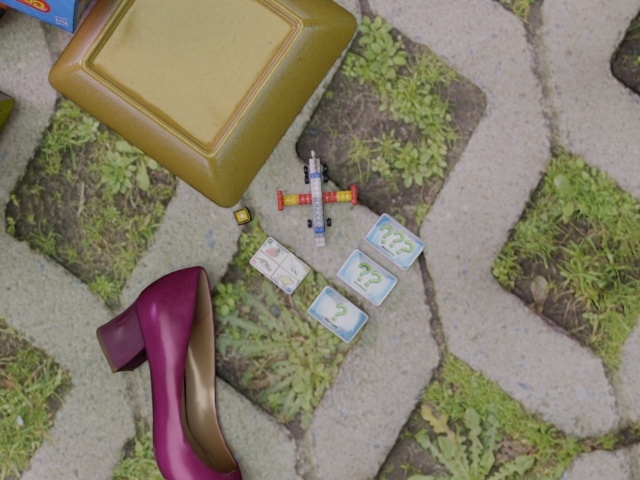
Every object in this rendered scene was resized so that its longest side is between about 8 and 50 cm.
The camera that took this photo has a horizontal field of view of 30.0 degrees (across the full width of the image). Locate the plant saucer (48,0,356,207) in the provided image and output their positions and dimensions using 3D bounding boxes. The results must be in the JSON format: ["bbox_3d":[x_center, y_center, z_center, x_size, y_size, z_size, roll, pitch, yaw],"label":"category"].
[{"bbox_3d":[-0.172,-0.268,1.665,0.333,0.081,0.332,35,93,3],"label":"plant saucer"}]

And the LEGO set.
[{"bbox_3d":[0.000,0.000,1.670,0.244,0.060,0.182,39,90,3],"label":"LEGO set"}]

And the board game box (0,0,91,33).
[{"bbox_3d":[-0.404,-0.466,1.582,0.302,0.086,0.308,23,61,-4],"label":"board game box"}]

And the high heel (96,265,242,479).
[{"bbox_3d":[-0.153,0.227,1.646,0.181,0.127,0.377,-34,85,15],"label":"high heel"}]

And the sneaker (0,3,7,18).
[{"bbox_3d":[-0.578,-0.376,1.640,0.321,0.124,0.180,15,91,3],"label":"sneaker"}]

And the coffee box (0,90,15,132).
[{"bbox_3d":[-0.667,-0.115,1.560,0.334,0.338,0.337,30,101,2],"label":"coffee box"}]
